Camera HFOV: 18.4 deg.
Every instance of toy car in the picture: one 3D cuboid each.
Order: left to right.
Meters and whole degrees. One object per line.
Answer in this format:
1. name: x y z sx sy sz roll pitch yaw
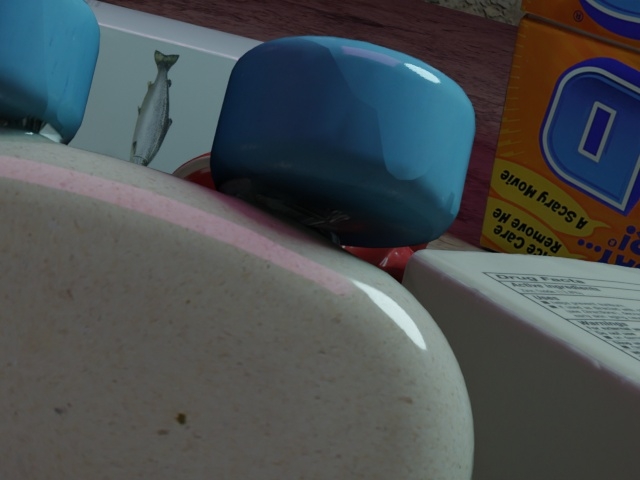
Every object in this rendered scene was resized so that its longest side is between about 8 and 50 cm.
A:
1. toy car: -0.076 0.065 0.608 0.210 0.219 0.238 13 -16 -6

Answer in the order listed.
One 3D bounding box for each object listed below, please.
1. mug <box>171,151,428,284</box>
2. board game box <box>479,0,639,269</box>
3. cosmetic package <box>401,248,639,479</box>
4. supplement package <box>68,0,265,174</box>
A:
1. mug: 0.000 -0.010 1.112 0.150 0.113 0.169 18 16 22
2. board game box: 0.379 -0.139 1.407 0.357 0.356 0.356 23 26 30
3. cosmetic package: 0.156 0.114 0.703 0.153 0.129 0.296 5 16 -34
4. supplement package: -0.127 -0.100 1.359 0.179 0.105 0.105 13 12 -5
